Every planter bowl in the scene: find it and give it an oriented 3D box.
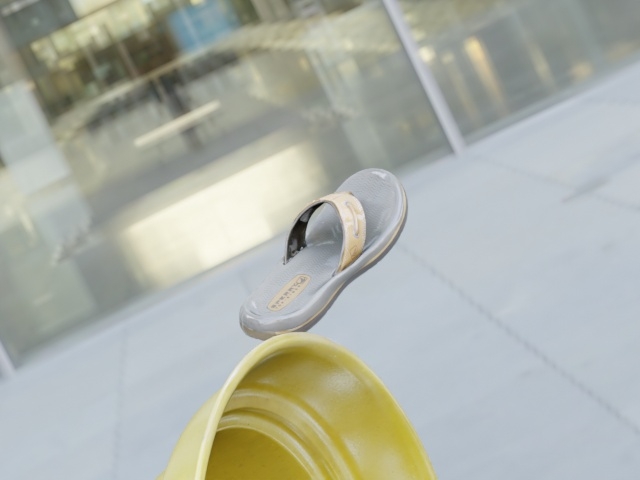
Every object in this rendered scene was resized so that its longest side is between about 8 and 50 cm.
[{"bbox_3d":[-0.025,0.151,0.702,0.090,0.217,0.217,-15,12,28],"label":"planter bowl"}]

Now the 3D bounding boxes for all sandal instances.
[{"bbox_3d":[0.000,0.000,1.482,0.090,0.060,0.219,10,42,39],"label":"sandal"}]
